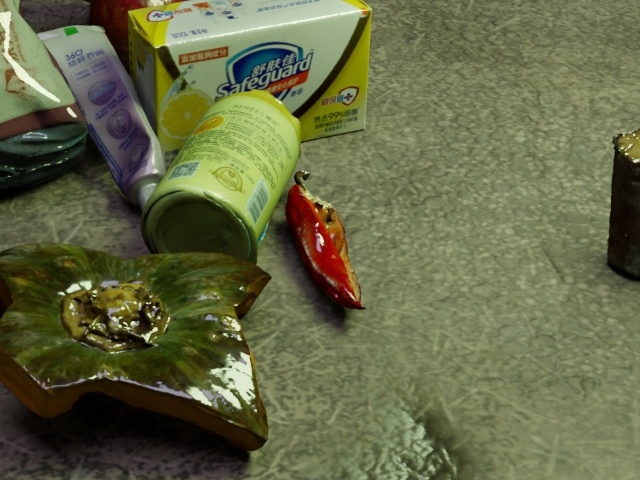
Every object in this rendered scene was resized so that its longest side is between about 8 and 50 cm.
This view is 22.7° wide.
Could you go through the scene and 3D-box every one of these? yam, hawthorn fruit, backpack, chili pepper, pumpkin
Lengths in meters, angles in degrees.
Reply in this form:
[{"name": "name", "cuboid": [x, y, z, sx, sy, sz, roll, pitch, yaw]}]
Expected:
[{"name": "yam", "cuboid": [0.326, -0.036, 1.596, 0.079, 0.141, 0.079, -1, 32, 0]}, {"name": "hawthorn fruit", "cuboid": [-0.213, -0.271, 1.914, 0.148, 0.172, 0.148, -9, 54, 12]}, {"name": "backpack", "cuboid": [-0.437, -0.159, 1.706, 0.317, 0.197, 0.283, -22, 73, -16]}, {"name": "chili pepper", "cuboid": [0.000, 0.000, 1.620, 0.050, 0.059, 0.268, -39, 35, 14]}, {"name": "pumpkin", "cuboid": [-0.187, 0.083, 1.439, 0.290, 0.095, 0.258, 4, 29, -2]}]

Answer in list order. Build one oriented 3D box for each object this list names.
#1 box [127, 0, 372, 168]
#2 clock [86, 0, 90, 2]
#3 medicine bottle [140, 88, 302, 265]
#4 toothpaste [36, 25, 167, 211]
[{"name": "box", "cuboid": [-0.081, -0.191, 1.802, 0.265, 0.168, 0.097, -12, 38, -21]}, {"name": "clock", "cuboid": [-0.200, -0.361, 1.953, 0.313, 0.312, 0.061, 6, 67, 8]}, {"name": "medicine bottle", "cuboid": [-0.096, -0.062, 1.646, 0.124, 0.124, 0.239, 8, 33, 10]}, {"name": "toothpaste", "cuboid": [-0.228, -0.136, 1.746, 0.075, 0.048, 0.301, -29, 57, 0]}]
